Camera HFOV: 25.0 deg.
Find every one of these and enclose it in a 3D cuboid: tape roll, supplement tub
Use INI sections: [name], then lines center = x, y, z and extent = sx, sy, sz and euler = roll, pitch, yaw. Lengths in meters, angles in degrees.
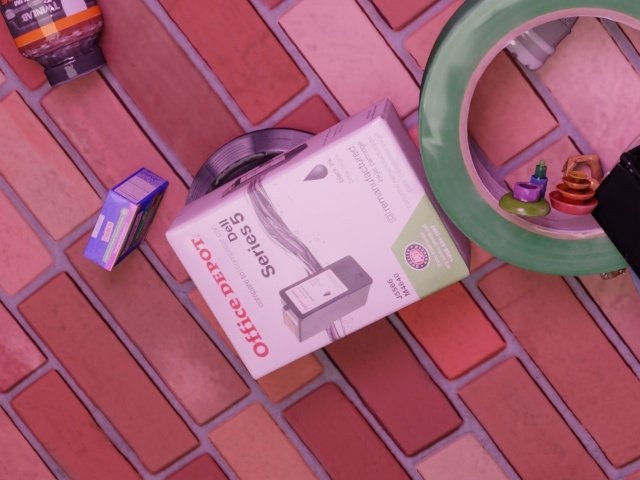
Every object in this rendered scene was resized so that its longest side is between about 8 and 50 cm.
[tape roll]
center = 0.259, -0.125, 1.464
extent = 0.321, 0.077, 0.321
euler = 1, 110, 4
[supplement tub]
center = -0.310, -0.276, 1.624
extent = 0.106, 0.106, 0.197
euler = -19, 101, 20

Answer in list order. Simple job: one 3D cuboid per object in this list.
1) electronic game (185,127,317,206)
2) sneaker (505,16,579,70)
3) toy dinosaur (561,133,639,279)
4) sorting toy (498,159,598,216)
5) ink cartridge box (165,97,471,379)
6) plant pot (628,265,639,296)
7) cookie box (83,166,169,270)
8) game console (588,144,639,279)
[electronic game]
center = -0.044, -0.018, 1.666
extent = 0.229, 0.048, 0.229
euler = 2, 108, 6
[sneaker]
center = 0.170, -0.314, 1.501
extent = 0.115, 0.105, 0.281
euler = -41, 103, 11
[toy dinosaur]
center = 0.321, -0.064, 1.559
extent = 0.112, 0.064, 0.211
euler = 12, 114, -2
[sorting toy]
center = 0.224, -0.052, 1.422
extent = 0.102, 0.061, 0.042
euler = -1, 112, -20
[ink cartridge box]
center = 0.000, 0.000, 1.579
extent = 0.273, 0.115, 0.198
euler = -28, 102, 14
[plant pot]
center = 0.432, 0.085, 1.459
extent = 0.234, 0.165, 0.165
euler = 35, 116, -29
[cookie box]
center = -0.225, -0.026, 1.679
extent = 0.040, 0.107, 0.091
euler = 28, 112, 5
[game console]
center = 0.338, -0.031, 1.409
extent = 0.107, 0.071, 0.122
euler = -27, 63, -10
